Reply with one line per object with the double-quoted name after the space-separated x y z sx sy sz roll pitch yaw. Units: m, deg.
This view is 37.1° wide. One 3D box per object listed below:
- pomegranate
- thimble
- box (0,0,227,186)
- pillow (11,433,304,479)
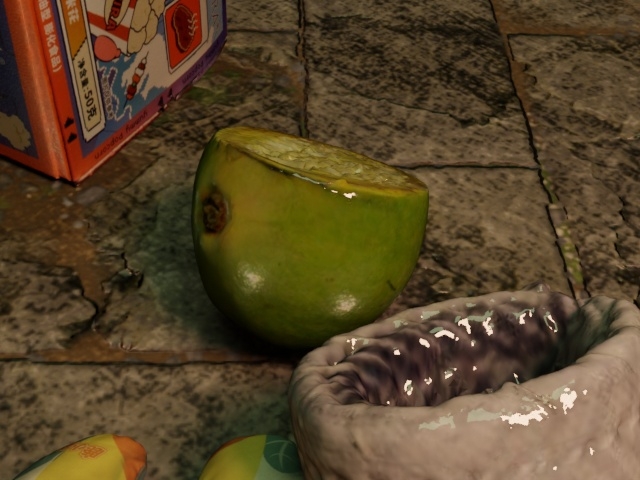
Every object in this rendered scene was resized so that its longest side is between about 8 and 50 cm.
-0.014 -0.003 0.792 0.189 0.159 0.241 15 17 1 "pomegranate"
0.105 0.132 0.596 0.217 0.157 0.245 1 16 45 "thimble"
-0.270 -0.308 0.943 0.256 0.349 0.319 21 46 18 "box"
-0.123 0.201 0.605 0.233 0.086 0.214 -3 31 15 "pillow"
